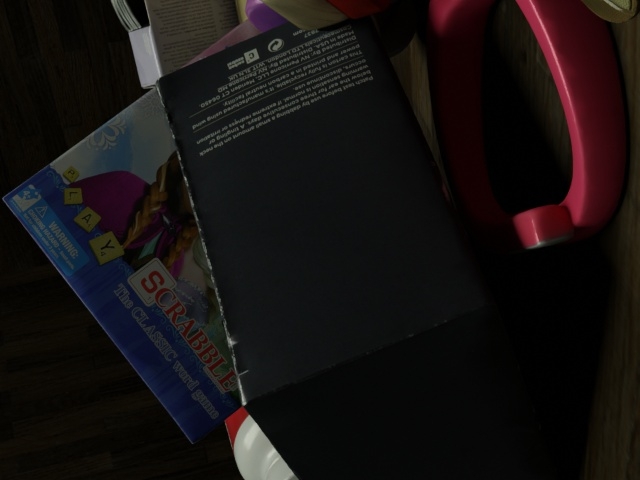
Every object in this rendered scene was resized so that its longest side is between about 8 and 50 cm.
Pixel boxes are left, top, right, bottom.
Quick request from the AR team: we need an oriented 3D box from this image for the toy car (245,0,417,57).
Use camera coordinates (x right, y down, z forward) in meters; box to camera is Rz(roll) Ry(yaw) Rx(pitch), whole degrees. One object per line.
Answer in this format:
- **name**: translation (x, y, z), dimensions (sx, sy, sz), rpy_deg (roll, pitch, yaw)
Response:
- **toy car**: translation (0.004, -0.194, 1.147), dimensions (0.182, 0.136, 0.159), rpy_deg (-63, -11, -16)

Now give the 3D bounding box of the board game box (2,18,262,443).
- **board game box**: translation (-0.104, -0.011, 1.370), dimensions (0.318, 0.318, 0.066), rpy_deg (52, 172, -4)

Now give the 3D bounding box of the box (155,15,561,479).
- **box**: translation (0.040, 0.048, 1.044), dimensions (0.343, 0.179, 0.312), rpy_deg (61, -171, -52)

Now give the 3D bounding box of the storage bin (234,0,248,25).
- **storage bin**: translation (-0.038, -0.358, 1.416), dimensions (0.262, 0.123, 0.260), rpy_deg (-143, 41, -79)

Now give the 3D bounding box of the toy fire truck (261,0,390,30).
- **toy fire truck**: translation (0.050, -0.281, 0.892), dimensions (0.158, 0.246, 0.217), rpy_deg (26, -121, -55)

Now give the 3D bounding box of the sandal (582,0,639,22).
- **sandal**: translation (0.135, -0.198, 0.727), dimensions (0.180, 0.049, 0.072), rpy_deg (58, 171, 21)

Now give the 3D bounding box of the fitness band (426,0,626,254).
- **fitness band**: translation (0.132, -0.097, 0.900), dimensions (0.291, 0.054, 0.209), rpy_deg (164, 96, -81)

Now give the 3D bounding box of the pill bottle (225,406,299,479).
- **pill bottle**: translation (-0.039, 0.254, 2.057), dimensions (0.407, 0.229, 0.229), rpy_deg (-113, 12, -50)

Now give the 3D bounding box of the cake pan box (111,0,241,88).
- **cake pan box**: translation (-0.123, -0.323, 1.569), dimensions (0.070, 0.267, 0.245), rpy_deg (-2, 104, 58)
